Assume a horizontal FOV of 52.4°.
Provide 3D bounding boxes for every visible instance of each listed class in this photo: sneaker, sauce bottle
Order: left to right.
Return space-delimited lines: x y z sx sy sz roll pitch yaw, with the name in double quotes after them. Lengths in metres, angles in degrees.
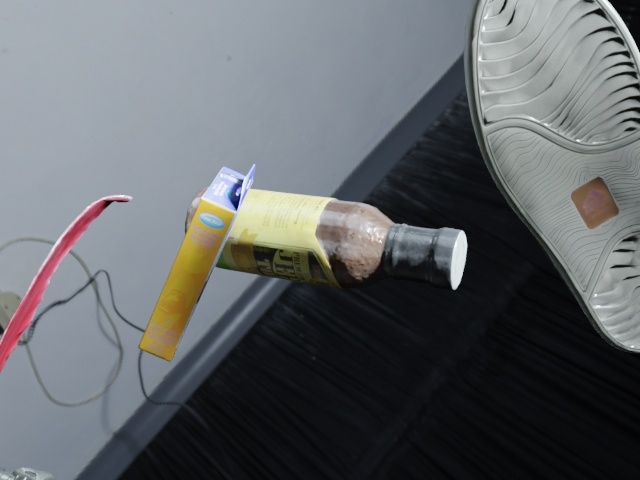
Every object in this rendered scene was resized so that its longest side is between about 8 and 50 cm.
0.000 0.000 0.798 0.111 0.345 0.111 7 90 -65 "sauce bottle"
0.131 -0.048 0.371 0.083 0.118 0.222 -26 111 9 "sneaker"

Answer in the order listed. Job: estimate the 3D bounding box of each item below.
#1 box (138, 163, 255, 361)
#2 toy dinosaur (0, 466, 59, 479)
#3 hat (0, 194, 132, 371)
-0.083 0.008 0.456 0.028 0.081 0.136 23 109 -6 "box"
-0.323 0.291 0.591 0.164 0.321 0.218 -34 168 2 "toy dinosaur"
-0.188 0.093 0.265 0.173 0.208 0.183 16 131 -40 "hat"
